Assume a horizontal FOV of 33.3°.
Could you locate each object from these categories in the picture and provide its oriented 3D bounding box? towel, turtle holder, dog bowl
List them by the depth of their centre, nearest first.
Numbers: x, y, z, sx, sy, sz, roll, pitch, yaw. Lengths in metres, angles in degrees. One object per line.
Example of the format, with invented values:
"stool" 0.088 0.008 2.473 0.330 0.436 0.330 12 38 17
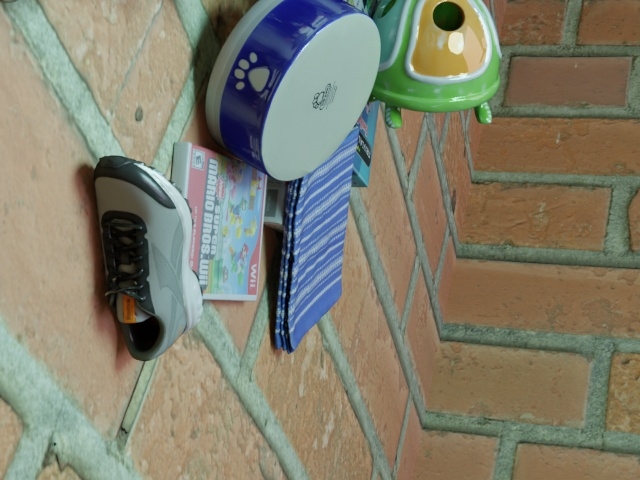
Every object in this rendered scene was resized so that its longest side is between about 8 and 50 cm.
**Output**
"dog bowl" -0.034 -0.220 1.497 0.265 0.104 0.265 -43 153 -29
"towel" 0.000 0.000 1.794 0.243 0.040 0.336 -42 143 -56
"turtle holder" 0.196 -0.348 1.853 0.320 0.243 0.227 -61 153 -58

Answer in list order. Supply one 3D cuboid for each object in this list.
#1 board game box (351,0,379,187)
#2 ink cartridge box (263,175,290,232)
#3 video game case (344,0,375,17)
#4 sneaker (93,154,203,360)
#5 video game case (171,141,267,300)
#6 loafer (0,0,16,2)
"board game box" 0.043 -0.293 1.932 0.254 0.079 0.336 41 55 -67
"ink cartridge box" -0.045 -0.083 1.765 0.179 0.045 0.145 24 72 -68
"video game case" 0.045 -0.447 1.695 0.300 0.036 0.329 68 34 -61
"sneaker" -0.203 0.024 1.223 0.108 0.100 0.271 -57 147 -46
"video game case" -0.143 -0.018 1.508 0.285 0.025 0.204 12 82 -72
"loafer" -0.309 -0.242 0.861 0.268 0.092 0.102 -77 169 -79
